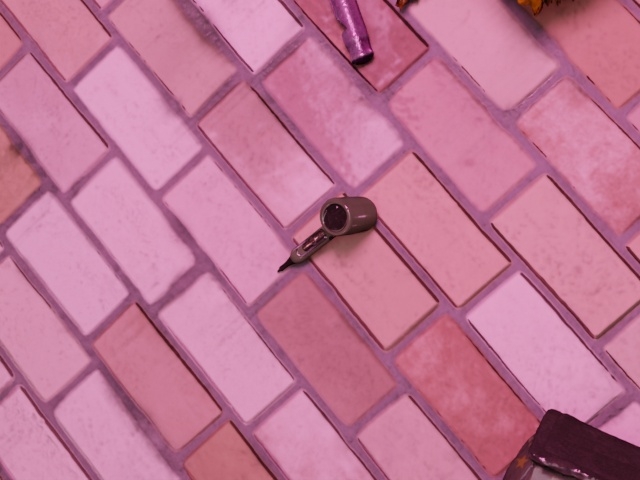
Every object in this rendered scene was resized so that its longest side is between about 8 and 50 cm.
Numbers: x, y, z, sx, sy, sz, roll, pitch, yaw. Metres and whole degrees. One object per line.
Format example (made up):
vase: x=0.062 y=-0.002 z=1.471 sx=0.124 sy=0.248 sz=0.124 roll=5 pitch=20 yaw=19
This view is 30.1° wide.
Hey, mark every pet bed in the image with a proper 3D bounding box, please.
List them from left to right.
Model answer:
pet bed: x=0.309 y=0.279 z=1.296 sx=0.211 sy=0.183 sz=0.159 roll=25 pitch=95 yaw=15

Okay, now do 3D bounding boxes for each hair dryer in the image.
hair dryer: x=0.000 y=0.000 z=1.473 sx=0.150 sy=0.071 sz=0.047 roll=-40 pitch=72 yaw=27

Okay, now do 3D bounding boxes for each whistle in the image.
whistle: x=0.027 y=-0.304 z=1.494 sx=0.033 sy=0.033 sz=0.176 roll=-20 pitch=81 yaw=13

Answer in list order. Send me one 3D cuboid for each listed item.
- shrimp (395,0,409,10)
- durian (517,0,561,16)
shrimp: x=0.108 y=-0.381 z=1.476 sx=0.124 sy=0.034 sz=0.178 roll=31 pitch=93 yaw=18
durian: x=0.247 y=-0.419 z=1.346 sx=0.258 sy=0.258 sz=0.293 roll=-27 pitch=87 yaw=12
